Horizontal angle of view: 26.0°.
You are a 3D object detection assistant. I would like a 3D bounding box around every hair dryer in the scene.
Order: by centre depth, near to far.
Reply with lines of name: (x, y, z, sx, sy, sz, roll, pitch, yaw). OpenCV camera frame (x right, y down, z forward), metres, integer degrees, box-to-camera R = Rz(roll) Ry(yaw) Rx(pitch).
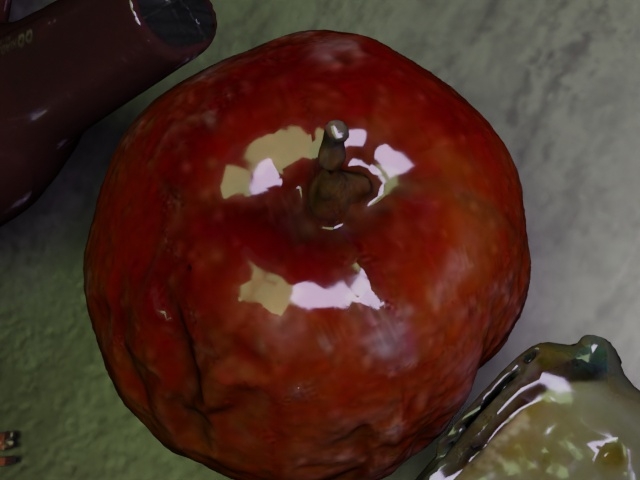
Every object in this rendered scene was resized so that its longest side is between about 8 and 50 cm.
hair dryer: (-0.188, -0.178, 0.843, 0.312, 0.123, 0.340, -26, 56, 38)

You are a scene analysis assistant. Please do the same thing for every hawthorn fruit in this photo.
hawthorn fruit: (0.000, 0.000, 0.697, 0.242, 0.271, 0.242, 4, 68, -9)

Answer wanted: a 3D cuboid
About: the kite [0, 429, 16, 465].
kite: (-0.306, 0.142, 0.891, 0.244, 0.006, 0.198, -13, 76, 12)

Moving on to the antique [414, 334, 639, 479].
antique: (0.085, 0.181, 0.710, 0.125, 0.150, 0.284, 40, 89, 20)
